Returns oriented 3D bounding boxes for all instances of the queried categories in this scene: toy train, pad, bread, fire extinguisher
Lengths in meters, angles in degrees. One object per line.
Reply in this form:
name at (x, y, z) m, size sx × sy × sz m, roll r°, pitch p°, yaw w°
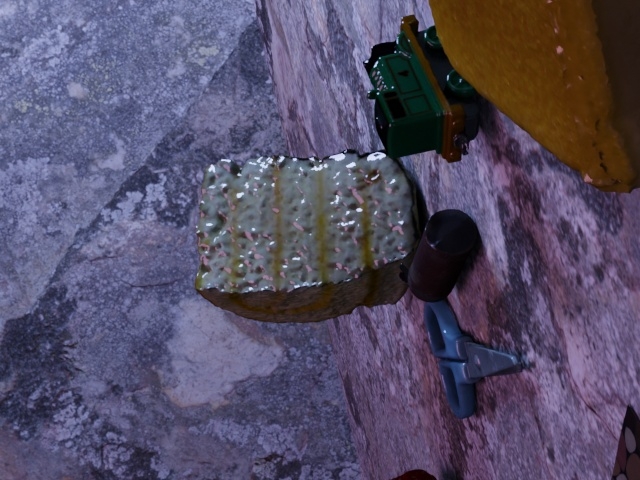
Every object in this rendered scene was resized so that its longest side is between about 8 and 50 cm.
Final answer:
toy train at (0.120, -0.184, 1.632) m, size 0.091 × 0.136 × 0.227 m, roll 88°, pitch 163°, yaw -52°
pad at (0.352, 0.298, 1.342) m, size 0.158 × 0.003 × 0.235 m, roll 86°, pitch 168°, yaw -48°
bread at (0.170, -0.237, 1.003) m, size 0.323 × 0.143 × 0.333 m, roll 54°, pitch 168°, yaw 53°
bread at (0.009, 0.001, 2.190) m, size 0.264 × 0.395 × 0.239 m, roll 40°, pitch -131°, yaw -62°
fire extinguisher at (0.160, 0.028, 1.892) m, size 0.089 × 0.072 × 0.267 m, roll 37°, pitch 162°, yaw 10°

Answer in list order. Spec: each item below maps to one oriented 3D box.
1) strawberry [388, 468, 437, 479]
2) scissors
strawberry at (0.170, 0.517, 2.275) m, size 0.261 × 0.258 × 0.261 m, roll 36°, pitch 146°, yaw 29°
scissors at (0.221, 0.172, 1.898) m, size 0.447 × 0.029 × 0.192 m, roll 153°, pitch 102°, yaw -82°
